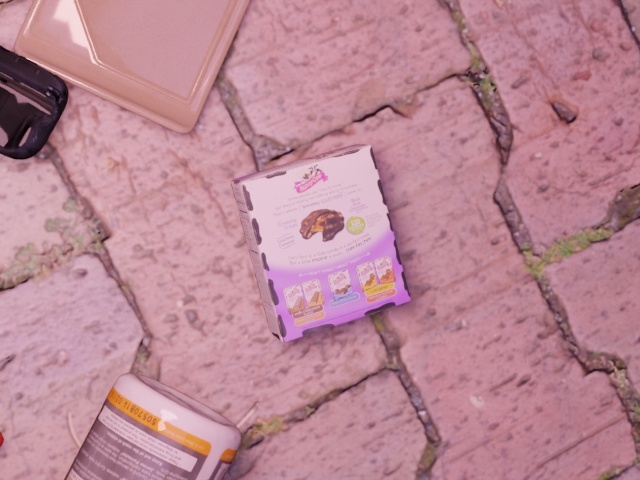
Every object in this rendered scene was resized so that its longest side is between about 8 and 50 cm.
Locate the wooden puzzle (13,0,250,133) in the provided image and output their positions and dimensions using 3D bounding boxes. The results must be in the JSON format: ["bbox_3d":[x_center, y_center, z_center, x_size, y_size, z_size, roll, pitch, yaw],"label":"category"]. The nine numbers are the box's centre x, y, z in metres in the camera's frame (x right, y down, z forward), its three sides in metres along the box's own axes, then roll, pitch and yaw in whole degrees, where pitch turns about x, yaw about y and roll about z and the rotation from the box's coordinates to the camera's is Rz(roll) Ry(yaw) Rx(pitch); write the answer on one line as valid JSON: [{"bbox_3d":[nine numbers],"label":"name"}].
[{"bbox_3d":[-0.203,-0.269,1.443,0.220,0.044,0.239,24,83,-16],"label":"wooden puzzle"}]

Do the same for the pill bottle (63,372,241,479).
[{"bbox_3d":[-0.216,0.302,1.418,0.162,0.162,0.278,29,86,-16],"label":"pill bottle"}]

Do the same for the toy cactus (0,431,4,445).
[{"bbox_3d":[-0.459,0.171,1.371,0.180,0.112,0.219,-27,121,-2],"label":"toy cactus"}]

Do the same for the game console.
[{"bbox_3d":[-0.454,-0.193,1.351,0.361,0.044,0.213,28,87,-6],"label":"game console"}]

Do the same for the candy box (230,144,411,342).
[{"bbox_3d":[0.000,0.000,1.502,0.164,0.070,0.196,-16,99,-13],"label":"candy box"}]
